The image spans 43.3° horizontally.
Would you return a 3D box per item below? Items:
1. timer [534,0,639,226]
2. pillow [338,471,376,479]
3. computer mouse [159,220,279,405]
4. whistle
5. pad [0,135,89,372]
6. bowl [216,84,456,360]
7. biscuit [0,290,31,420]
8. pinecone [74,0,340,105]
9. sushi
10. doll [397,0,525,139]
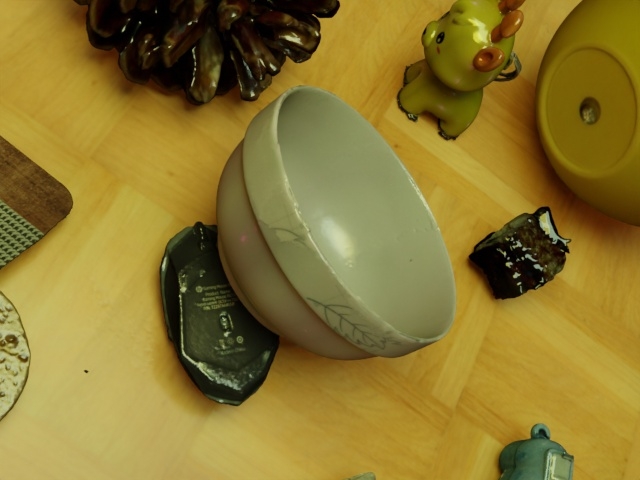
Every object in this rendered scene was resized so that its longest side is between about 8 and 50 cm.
[{"bbox_3d":[0.484,-0.185,1.041,0.387,0.376,0.376,-11,77,-23],"label":"timer"},{"bbox_3d":[0.025,0.324,0.785,0.134,0.078,0.181,-12,74,-32],"label":"pillow"},{"bbox_3d":[-0.106,0.077,0.819,0.106,0.062,0.192,-4,67,-28],"label":"computer mouse"},{"bbox_3d":[0.226,0.333,0.880,0.180,0.093,0.269,22,69,-17],"label":"whistle"},{"bbox_3d":[-0.288,0.015,0.701,0.323,0.055,0.250,25,46,15],"label":"pad"},{"bbox_3d":[0.000,0.000,0.815,0.287,0.144,0.287,41,31,-32],"label":"bowl"},{"bbox_3d":[-0.360,0.108,0.688,0.208,0.049,0.181,-4,73,-30],"label":"biscuit"},{"bbox_3d":[-0.114,-0.290,0.843,0.298,0.242,0.296,-22,80,-37],"label":"pinecone"},{"bbox_3d":[0.245,0.020,0.993,0.098,0.094,0.084,-32,90,-32],"label":"sushi"},{"bbox_3d":[0.183,-0.222,0.981,0.135,0.221,0.143,27,59,-11],"label":"doll"}]
